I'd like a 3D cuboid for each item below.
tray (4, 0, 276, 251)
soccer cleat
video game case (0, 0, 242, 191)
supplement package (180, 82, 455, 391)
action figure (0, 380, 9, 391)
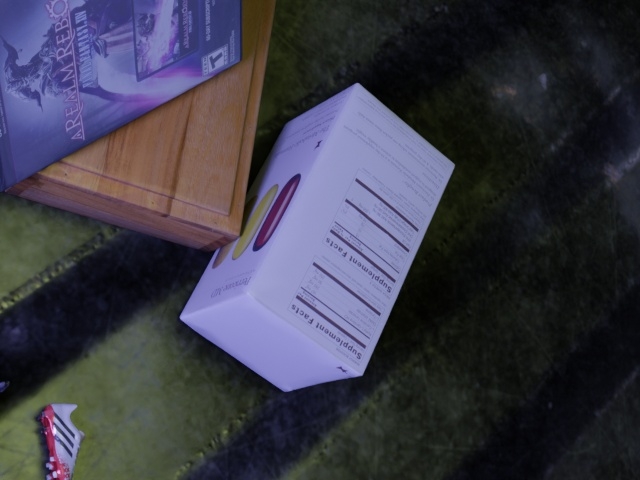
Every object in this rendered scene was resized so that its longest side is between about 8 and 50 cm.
[{"bbox_3d":[-0.148,-0.214,1.093,0.203,0.076,0.410,18,67,-27],"label":"tray"},{"bbox_3d":[-0.213,0.177,0.969,0.036,0.029,0.083,-7,76,-29],"label":"soccer cleat"},{"bbox_3d":[-0.167,-0.176,0.930,0.026,0.196,0.274,33,50,28],"label":"video game case"},{"bbox_3d":[0.000,0.000,1.084,0.134,0.139,0.244,37,59,-20],"label":"supplement package"},{"bbox_3d":[-0.281,0.244,0.842,0.164,0.141,0.275,4,73,-43],"label":"action figure"}]
